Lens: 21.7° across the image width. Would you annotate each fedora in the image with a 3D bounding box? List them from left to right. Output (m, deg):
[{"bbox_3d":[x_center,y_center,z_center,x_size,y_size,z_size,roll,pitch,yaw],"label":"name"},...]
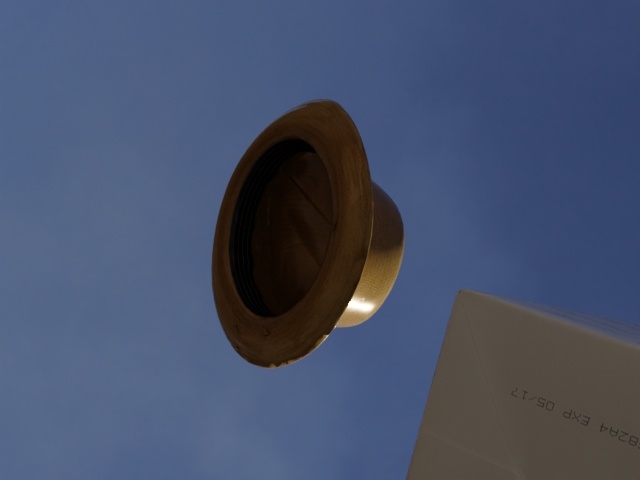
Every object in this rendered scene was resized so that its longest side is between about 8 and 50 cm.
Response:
[{"bbox_3d":[0.000,0.000,1.131,0.194,0.079,0.194,-29,-128,46],"label":"fedora"}]

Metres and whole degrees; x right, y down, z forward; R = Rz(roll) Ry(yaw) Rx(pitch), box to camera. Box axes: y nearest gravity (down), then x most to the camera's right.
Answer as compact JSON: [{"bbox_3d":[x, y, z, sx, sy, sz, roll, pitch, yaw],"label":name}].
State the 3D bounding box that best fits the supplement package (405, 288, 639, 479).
[{"bbox_3d":[0.198,0.156,0.815,0.199,0.263,0.198,19,-85,51],"label":"supplement package"}]
